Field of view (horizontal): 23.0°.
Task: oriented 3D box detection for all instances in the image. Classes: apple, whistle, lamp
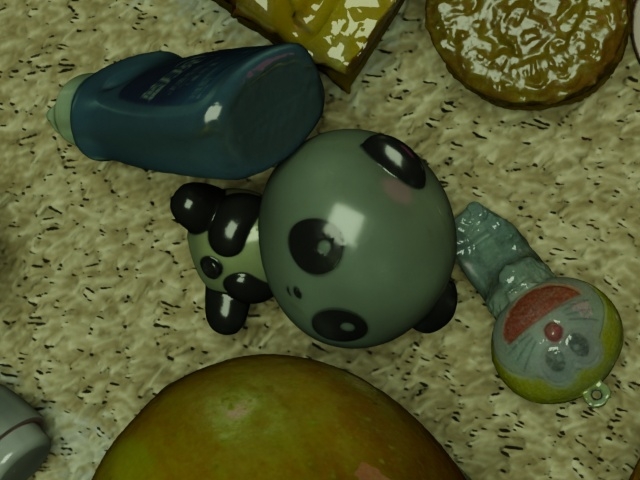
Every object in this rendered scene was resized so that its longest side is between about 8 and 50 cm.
[{"bbox_3d":[-0.034,0.287,1.316,0.374,0.384,0.374,-6,43,6],"label":"apple"},{"bbox_3d":[0.185,0.056,1.392,0.123,0.123,0.223,-36,67,5],"label":"whistle"},{"bbox_3d":[0.000,0.000,1.390,0.243,0.197,0.198,-4,85,23],"label":"lamp"}]

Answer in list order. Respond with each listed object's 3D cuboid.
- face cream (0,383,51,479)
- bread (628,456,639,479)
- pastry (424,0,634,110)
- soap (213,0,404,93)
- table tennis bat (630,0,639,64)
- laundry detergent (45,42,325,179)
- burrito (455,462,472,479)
[{"bbox_3d":[-0.307,0.181,1.466,0.095,0.091,0.091,43,93,17],"label":"face cream"},{"bbox_3d":[0.440,0.266,1.271,0.398,0.215,0.398,1,95,8],"label":"bread"},{"bbox_3d":[0.186,-0.206,1.407,0.188,0.103,0.189,0,87,7],"label":"pastry"},{"bbox_3d":[-0.006,-0.319,1.427,0.259,0.143,0.281,34,92,5],"label":"soap"},{"bbox_3d":[0.403,-0.211,1.420,0.246,0.022,0.138,-18,84,9],"label":"table tennis bat"},{"bbox_3d":[-0.137,-0.121,1.405,0.289,0.094,0.143,7,43,44],"label":"laundry detergent"},{"bbox_3d":[0.162,0.291,1.403,0.063,0.058,0.229,-38,83,7],"label":"burrito"}]
